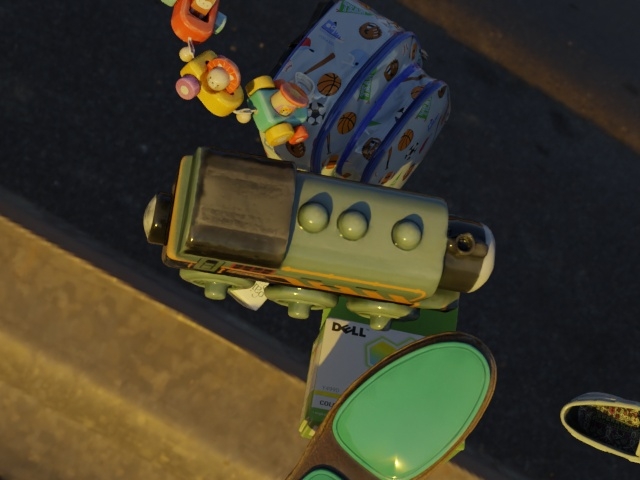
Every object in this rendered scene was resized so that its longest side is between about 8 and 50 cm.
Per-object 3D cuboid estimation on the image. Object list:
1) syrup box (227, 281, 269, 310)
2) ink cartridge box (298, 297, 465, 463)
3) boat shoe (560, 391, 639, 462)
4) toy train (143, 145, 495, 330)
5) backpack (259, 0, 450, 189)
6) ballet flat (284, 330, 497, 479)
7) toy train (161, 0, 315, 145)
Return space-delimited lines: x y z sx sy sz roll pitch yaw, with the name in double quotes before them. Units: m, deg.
"syrup box" -0.068 -0.022 1.401 0.093 0.237 0.096 46 -13 -30
"ink cartridge box" 0.089 0.128 1.181 0.188 0.097 0.255 12 65 -4
"boat shoe" 0.379 0.227 1.078 0.227 0.079 0.081 11 5 41
"toy train" 0.000 0.000 0.911 0.333 0.190 0.142 12 79 -12
"backpack" 0.037 -0.166 1.212 0.213 0.263 0.277 28 82 22
"ballet flat" 0.042 0.222 0.942 0.116 0.342 0.124 39 4 9
"toy train" -0.062 -0.155 0.812 0.166 0.046 0.125 31 49 -25
